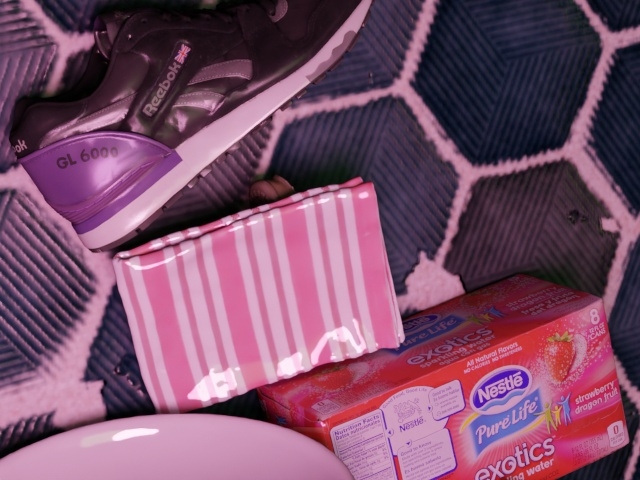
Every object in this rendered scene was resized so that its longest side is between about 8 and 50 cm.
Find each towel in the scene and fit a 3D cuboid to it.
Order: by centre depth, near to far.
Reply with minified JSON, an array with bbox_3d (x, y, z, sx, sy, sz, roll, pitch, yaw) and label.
[{"bbox_3d":[-0.042,0.044,1.116,0.197,0.029,0.144,-18,121,-9],"label":"towel"}]

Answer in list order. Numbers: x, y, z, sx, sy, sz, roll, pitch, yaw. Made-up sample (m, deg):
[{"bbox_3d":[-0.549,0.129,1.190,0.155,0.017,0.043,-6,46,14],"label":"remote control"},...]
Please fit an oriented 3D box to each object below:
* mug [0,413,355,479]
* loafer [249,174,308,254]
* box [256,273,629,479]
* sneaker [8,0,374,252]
[{"bbox_3d":[-0.149,0.325,1.040,0.374,0.276,0.328,-2,110,3],"label":"mug"},{"bbox_3d":[0.000,0.000,1.162,0.050,0.056,0.148,-47,124,-16],"label":"loafer"},{"bbox_3d":[0.095,0.132,1.191,0.257,0.122,0.128,-21,109,-23],"label":"box"},{"bbox_3d":[-0.087,-0.127,1.069,0.283,0.107,0.124,-43,108,-15],"label":"sneaker"}]
